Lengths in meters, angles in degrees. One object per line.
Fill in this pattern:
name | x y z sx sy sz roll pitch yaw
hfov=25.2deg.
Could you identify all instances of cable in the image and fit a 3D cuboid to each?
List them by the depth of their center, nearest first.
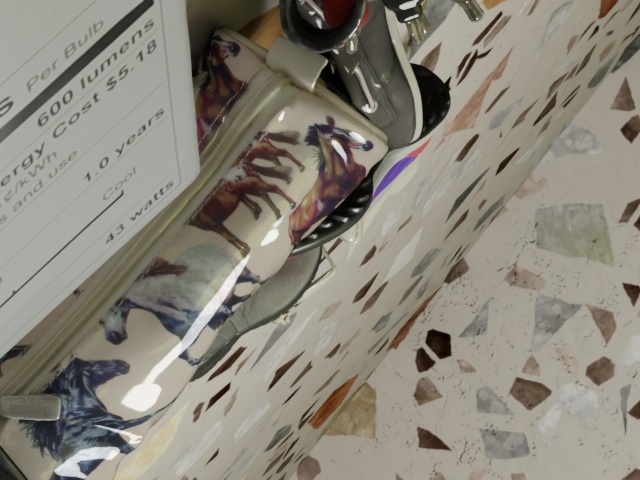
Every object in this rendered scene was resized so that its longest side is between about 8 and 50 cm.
cable | 0.017 -0.236 0.946 0.140 0.072 0.287 -16 128 6

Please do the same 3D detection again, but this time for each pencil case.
pencil case | -0.126 0.021 1.101 0.410 0.160 0.183 -50 178 5

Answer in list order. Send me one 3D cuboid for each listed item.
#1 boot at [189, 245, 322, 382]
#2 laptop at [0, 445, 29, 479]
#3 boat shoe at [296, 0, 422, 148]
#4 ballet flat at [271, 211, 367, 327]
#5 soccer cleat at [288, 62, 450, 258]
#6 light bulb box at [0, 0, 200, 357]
boot | -0.082 0.032 1.472 0.246 0.083 0.161 -45 161 -25
laptop | -0.342 0.262 0.963 0.382 0.236 0.408 -33 -179 -7
boat shoe | 0.012 -0.164 1.150 0.096 0.112 0.335 -30 153 -7
ballet flat | 0.000 0.000 1.647 0.241 0.077 0.091 -52 166 6
soccer cleat | 0.016 -0.063 1.470 0.318 0.109 0.116 -44 170 -35
light bulb box | -0.234 -0.049 0.388 0.358 0.225 0.361 -45 166 -18
